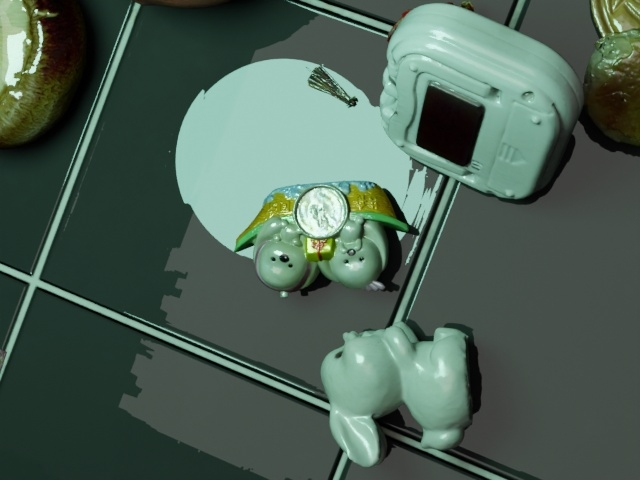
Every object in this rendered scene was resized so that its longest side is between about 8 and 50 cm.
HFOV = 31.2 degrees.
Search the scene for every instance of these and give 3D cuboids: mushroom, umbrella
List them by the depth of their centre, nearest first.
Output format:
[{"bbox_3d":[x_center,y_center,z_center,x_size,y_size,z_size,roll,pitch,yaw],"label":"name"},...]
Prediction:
[{"bbox_3d":[0.012,-0.207,1.535,0.083,0.020,0.031,36,96,5],"label":"umbrella"},{"bbox_3d":[-0.455,-0.268,1.563,0.278,0.163,0.297,-19,85,2],"label":"mushroom"}]

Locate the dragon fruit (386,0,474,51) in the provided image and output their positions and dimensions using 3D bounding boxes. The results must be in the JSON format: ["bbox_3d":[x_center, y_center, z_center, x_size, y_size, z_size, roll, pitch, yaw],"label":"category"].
[{"bbox_3d":[0.171,-0.261,1.452,0.153,0.153,0.111,28,76,11],"label":"dragon fruit"}]

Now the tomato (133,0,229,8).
[{"bbox_3d":[-0.178,-0.447,1.452,0.321,0.321,0.322,0,88,12],"label":"tomato"}]

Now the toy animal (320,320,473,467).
[{"bbox_3d":[0.103,0.193,1.448,0.193,0.127,0.179,-13,87,8],"label":"toy animal"}]

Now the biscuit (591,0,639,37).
[{"bbox_3d":[0.430,-0.280,1.446,0.220,0.029,0.142,42,97,10],"label":"biscuit"}]

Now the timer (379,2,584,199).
[{"bbox_3d":[0.184,-0.157,1.379,0.237,0.262,0.087,25,64,11],"label":"timer"}]

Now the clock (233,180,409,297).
[{"bbox_3d":[0.000,0.000,1.487,0.230,0.103,0.144,-4,79,10],"label":"clock"}]

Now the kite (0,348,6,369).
[{"bbox_3d":[-0.476,0.182,1.628,0.044,0.002,0.078,38,94,10],"label":"kite"}]

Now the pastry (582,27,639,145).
[{"bbox_3d":[0.394,-0.189,1.405,0.153,0.081,0.153,7,115,16],"label":"pastry"}]
